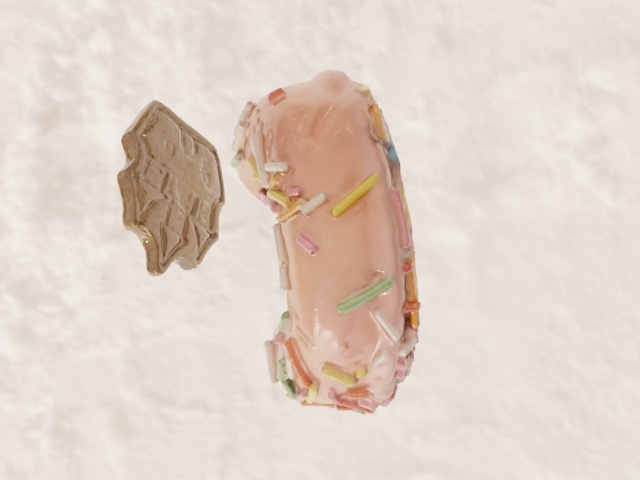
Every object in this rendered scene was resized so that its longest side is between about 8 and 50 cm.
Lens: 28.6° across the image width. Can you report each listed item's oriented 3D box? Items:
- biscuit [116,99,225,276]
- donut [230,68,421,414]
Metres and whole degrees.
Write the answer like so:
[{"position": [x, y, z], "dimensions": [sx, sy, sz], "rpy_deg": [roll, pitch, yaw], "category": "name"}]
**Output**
[{"position": [-0.179, -0.053, 1.529], "dimensions": [0.034, 0.182, 0.215], "rpy_deg": [-14, 56, 31], "category": "biscuit"}, {"position": [0.000, 0.000, 0.832], "dimensions": [0.085, 0.199, 0.233], "rpy_deg": [-8, 76, -14], "category": "donut"}]
